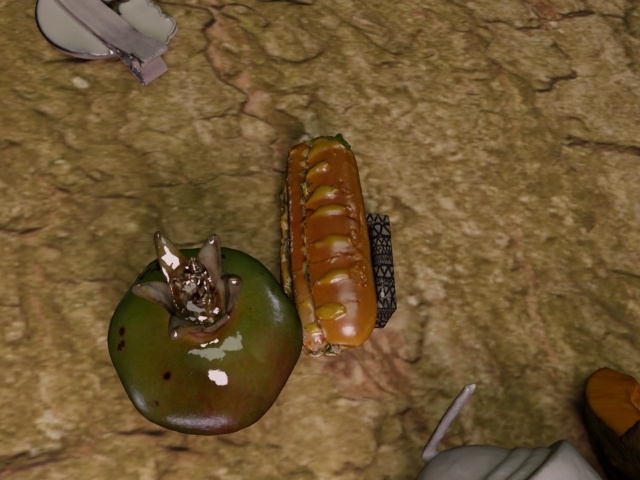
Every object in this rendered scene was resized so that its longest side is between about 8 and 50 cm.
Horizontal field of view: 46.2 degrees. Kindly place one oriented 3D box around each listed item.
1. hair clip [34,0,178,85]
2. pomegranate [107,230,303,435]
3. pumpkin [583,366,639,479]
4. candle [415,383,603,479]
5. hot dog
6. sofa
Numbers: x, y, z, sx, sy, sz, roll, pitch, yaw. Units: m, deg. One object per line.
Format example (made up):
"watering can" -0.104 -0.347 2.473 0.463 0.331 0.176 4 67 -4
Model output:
"hair clip" -0.274 -0.279 0.939 0.220 0.054 0.140 41 67 15
"pomegranate" -0.106 0.079 0.678 0.181 0.224 0.182 1 66 -2
"pumpkin" 0.336 0.239 0.669 0.095 0.290 0.258 -27 78 -1
"candle" 0.189 0.302 0.620 0.221 0.221 0.342 -30 68 -24
"hot dog" 0.000 0.000 0.808 0.072 0.115 0.269 12 52 -28
"sofa" 0.055 0.033 0.825 0.039 0.060 0.118 4 61 -13
